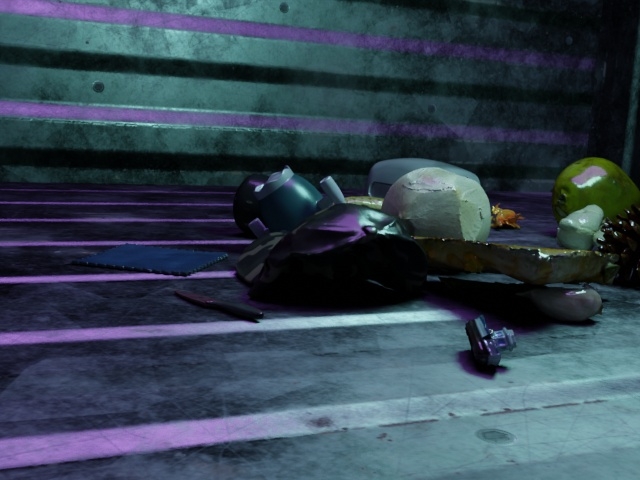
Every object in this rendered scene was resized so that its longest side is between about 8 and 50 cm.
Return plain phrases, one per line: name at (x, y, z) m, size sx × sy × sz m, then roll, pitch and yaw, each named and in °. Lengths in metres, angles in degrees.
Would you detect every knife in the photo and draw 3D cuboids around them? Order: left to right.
knife at (-0.183, 0.110, 1.409) m, size 0.247 × 0.018 × 0.035 m, roll 8°, pitch 13°, yaw 44°

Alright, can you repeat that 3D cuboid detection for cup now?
cup at (-0.127, -0.081, 2.259) m, size 0.177 × 0.169 × 0.223 m, roll 12°, pitch -19°, yaw 24°
cup at (-0.072, -0.082, 1.979) m, size 0.300 × 0.173 × 0.167 m, roll -27°, pitch 15°, yaw 40°

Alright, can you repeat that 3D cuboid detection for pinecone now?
pinecone at (0.723, 0.016, 1.844) m, size 0.208 × 0.207 × 0.208 m, roll 3°, pitch 9°, yaw -1°

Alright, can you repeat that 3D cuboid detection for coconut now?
coconut at (0.266, -0.049, 1.910) m, size 0.245 × 0.244 × 0.247 m, roll 9°, pitch 14°, yaw 31°

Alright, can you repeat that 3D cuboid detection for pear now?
pear at (0.864, -0.133, 2.569) m, size 0.321 × 0.268 × 0.269 m, roll 8°, pitch 5°, yaw -33°

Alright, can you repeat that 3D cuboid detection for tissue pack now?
tissue pack at (0.282, -0.128, 2.409) m, size 0.236 × 0.229 × 0.333 m, roll -1°, pitch 10°, yaw -39°

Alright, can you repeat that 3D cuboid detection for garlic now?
garlic at (0.438, 0.116, 1.473) m, size 0.152 × 0.066 × 0.084 m, roll 6°, pitch -19°, yaw -1°

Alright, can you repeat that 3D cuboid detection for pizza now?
pizza at (0.406, 0.046, 1.619) m, size 0.392 × 0.080 × 0.435 m, roll 5°, pitch 1°, yaw -27°

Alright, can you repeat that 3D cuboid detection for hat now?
hat at (0.000, 0.000, 1.628) m, size 0.367 × 0.257 × 0.381 m, roll 1°, pitch 28°, yaw -28°

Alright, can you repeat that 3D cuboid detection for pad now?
pad at (-0.367, 0.039, 1.797) m, size 0.269 × 0.012 × 0.270 m, roll 6°, pitch 9°, yaw 13°

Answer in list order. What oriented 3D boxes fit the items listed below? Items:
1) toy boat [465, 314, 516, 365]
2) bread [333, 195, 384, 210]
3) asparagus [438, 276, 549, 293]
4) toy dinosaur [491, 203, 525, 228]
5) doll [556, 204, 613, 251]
toy boat at (0.248, 0.145, 1.181) m, size 0.066 × 0.059 × 0.140 m, roll -13°, pitch 9°, yaw 7°
bread at (0.133, -0.041, 2.088) m, size 0.237 × 0.139 × 0.106 m, roll 7°, pitch 5°, yaw -8°
asparagus at (0.353, 0.094, 1.663) m, size 0.236 × 0.027 × 0.034 m, roll 4°, pitch -12°, yaw -6°
toy dinosaur at (0.632, -0.077, 2.765) m, size 0.117 × 0.070 × 0.288 m, roll 16°, pitch 15°, yaw 12°
doll at (0.792, -0.013, 2.229) m, size 0.278 × 0.149 × 0.175 m, roll 20°, pitch -19°, yaw 20°
